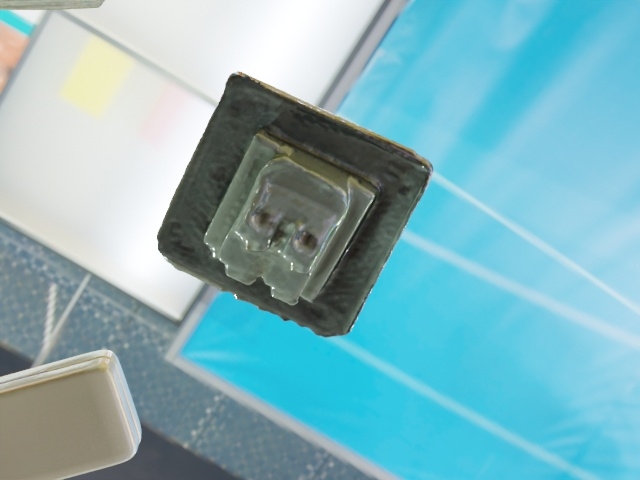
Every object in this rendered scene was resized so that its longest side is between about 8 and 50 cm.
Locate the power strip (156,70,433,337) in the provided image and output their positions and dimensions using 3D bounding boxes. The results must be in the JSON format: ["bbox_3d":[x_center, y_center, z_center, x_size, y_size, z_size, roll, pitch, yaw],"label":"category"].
[{"bbox_3d":[-0.031,-0.015,1.020,0.198,0.213,0.064,23,-150,-5],"label":"power strip"}]

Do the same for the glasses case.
[{"bbox_3d":[-0.385,0.237,1.446,0.070,0.312,0.131,-105,-1,-76],"label":"glasses case"}]

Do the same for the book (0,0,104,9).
[{"bbox_3d":[-0.312,-0.299,0.951,0.214,0.025,0.283,-17,-109,-50],"label":"book"}]
